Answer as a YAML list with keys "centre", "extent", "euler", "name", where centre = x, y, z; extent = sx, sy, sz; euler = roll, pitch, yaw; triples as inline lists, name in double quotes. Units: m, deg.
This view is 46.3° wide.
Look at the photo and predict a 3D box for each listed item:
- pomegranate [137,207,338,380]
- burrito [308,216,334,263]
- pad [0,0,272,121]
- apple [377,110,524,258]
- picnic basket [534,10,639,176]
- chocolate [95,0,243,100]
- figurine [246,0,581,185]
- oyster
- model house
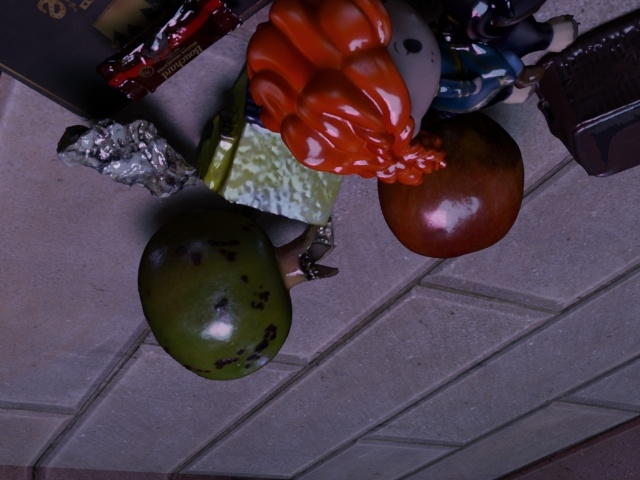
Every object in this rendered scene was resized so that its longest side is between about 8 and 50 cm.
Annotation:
- centre: [-0.137, 0.091, 1.256]
  extent: [0.323, 0.291, 0.291]
  euler: [0, 148, 7]
  name: "pomegranate"
- centre: [0.000, 0.000, 1.371]
  extent: [0.055, 0.041, 0.149]
  euler: [7, 150, 1]
  name: "burrito"
- centre: [-0.265, -0.273, 0.877]
  extent: [0.375, 0.063, 0.315]
  euler: [-28, 142, 27]
  name: "pad"
- centre: [0.192, -0.093, 1.123]
  extent: [0.230, 0.230, 0.230]
  euler: [-6, 147, -4]
  name: "apple"
- centre: [0.469, -0.211, 1.068]
  extent: [0.297, 0.129, 0.222]
  euler: [-23, 143, 20]
  name: "picnic basket"
- centre: [-0.186, -0.237, 0.917]
  extent: [0.182, 0.028, 0.086]
  euler: [-33, 144, 13]
  name: "chocolate"
- centre: [0.120, -0.212, 0.870]
  extent: [0.411, 0.241, 0.306]
  euler: [-25, 171, -8]
  name: "figurine"
- centre: [-0.257, -0.115, 1.067]
  extent: [0.199, 0.087, 0.252]
  euler: [11, 174, -12]
  name: "oyster"
- centre: [-0.055, -0.161, 1.061]
  extent: [0.194, 0.170, 0.211]
  euler: [15, 113, -21]
  name: "model house"
